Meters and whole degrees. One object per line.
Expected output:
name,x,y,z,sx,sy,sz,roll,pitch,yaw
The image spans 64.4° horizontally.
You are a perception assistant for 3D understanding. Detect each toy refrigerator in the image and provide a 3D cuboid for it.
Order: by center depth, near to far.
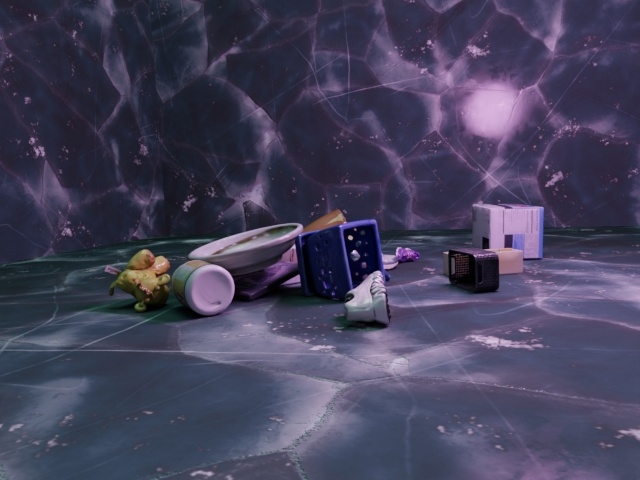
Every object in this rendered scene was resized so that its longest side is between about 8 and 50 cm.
toy refrigerator,0.602,0.078,1.890,0.269,0.094,0.102,-3,6,-8

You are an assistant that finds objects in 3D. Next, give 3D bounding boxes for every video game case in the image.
video game case,-0.200,0.132,1.749,0.196,0.026,0.274,3,23,44

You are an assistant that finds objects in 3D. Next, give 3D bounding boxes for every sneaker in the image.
sneaker,0.122,0.153,1.373,0.118,0.110,0.292,-11,5,6
sneaker,0.196,0.058,2.074,0.282,0.122,0.110,1,6,-23
sneaker,0.388,0.064,2.265,0.071,0.069,0.169,9,11,38

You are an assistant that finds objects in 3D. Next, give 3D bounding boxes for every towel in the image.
towel,0.204,0.097,1.847,0.029,0.119,0.067,-44,12,-2

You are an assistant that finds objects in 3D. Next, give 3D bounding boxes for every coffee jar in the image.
coffee jar,0.125,0.099,1.880,0.096,0.079,0.184,33,0,-10

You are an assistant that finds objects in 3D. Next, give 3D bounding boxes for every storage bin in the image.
storage bin,0.495,0.092,1.652,0.084,0.122,0.180,-4,6,-14

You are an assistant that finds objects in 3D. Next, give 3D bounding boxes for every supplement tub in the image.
supplement tub,-0.353,0.135,1.501,0.144,0.145,0.199,-6,7,-31

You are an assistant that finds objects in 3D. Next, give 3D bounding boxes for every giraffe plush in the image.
giraffe plush,-0.540,0.139,1.589,0.170,0.182,0.210,28,12,33

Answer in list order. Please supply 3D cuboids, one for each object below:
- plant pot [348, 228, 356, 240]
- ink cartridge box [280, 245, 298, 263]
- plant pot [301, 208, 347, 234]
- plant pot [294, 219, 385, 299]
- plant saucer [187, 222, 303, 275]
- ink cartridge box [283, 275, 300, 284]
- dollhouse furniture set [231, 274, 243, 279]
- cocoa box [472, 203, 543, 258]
plant pot,0.052,0.034,1.991,0.236,0.032,0.236,-42,18,17
ink cartridge box,-0.102,0.069,2.122,0.180,0.104,0.060,-6,20,9
plant pot,0.000,0.000,2.419,0.254,0.237,0.237,-18,9,-10
plant pot,0.056,0.064,1.660,0.212,0.236,0.236,-7,3,34
plant saucer,-0.243,0.040,1.734,0.400,0.101,0.400,-14,10,3
ink cartridge box,-0.116,0.124,1.957,0.232,0.066,0.189,-10,9,-30
dollhouse furniture set,-0.362,0.094,1.971,0.129,0.129,0.183,-3,6,-8
cocoa box,0.846,-0.047,2.322,0.227,0.232,0.347,-1,6,4
